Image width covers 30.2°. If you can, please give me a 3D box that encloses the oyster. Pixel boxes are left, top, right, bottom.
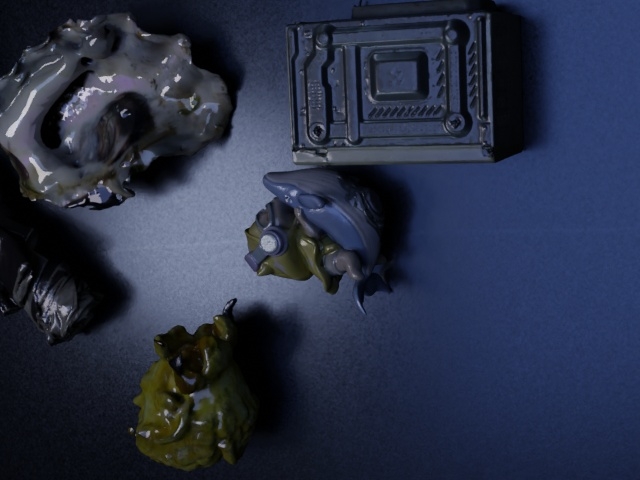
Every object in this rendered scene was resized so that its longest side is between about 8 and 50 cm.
[{"bbox_3d":[-0.295,-0.159,1.548,0.351,0.115,0.238,-35,92,29],"label":"oyster"}]

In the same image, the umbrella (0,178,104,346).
[{"bbox_3d":[-0.446,-0.005,1.637,0.357,0.106,0.113,48,122,11],"label":"umbrella"}]

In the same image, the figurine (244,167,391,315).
[{"bbox_3d":[0.000,0.000,1.433,0.184,0.128,0.208,-37,87,26],"label":"figurine"}]

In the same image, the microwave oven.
[{"bbox_3d":[0.096,-0.180,1.351,0.241,0.145,0.193,1,102,24],"label":"microwave oven"}]

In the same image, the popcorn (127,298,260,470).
[{"bbox_3d":[-0.164,0.193,1.529,0.168,0.174,0.195,8,112,45],"label":"popcorn"}]
